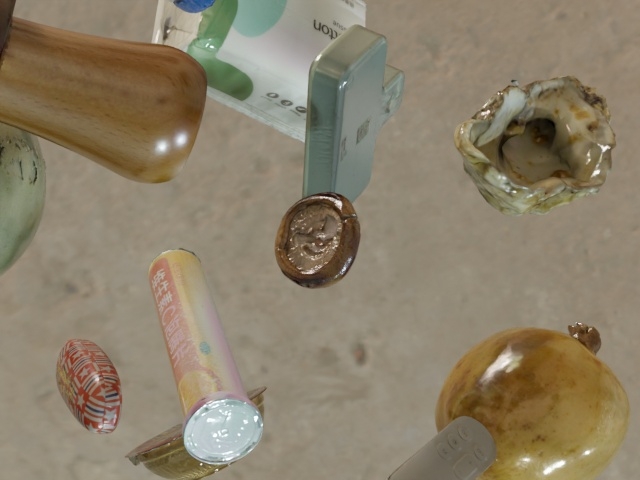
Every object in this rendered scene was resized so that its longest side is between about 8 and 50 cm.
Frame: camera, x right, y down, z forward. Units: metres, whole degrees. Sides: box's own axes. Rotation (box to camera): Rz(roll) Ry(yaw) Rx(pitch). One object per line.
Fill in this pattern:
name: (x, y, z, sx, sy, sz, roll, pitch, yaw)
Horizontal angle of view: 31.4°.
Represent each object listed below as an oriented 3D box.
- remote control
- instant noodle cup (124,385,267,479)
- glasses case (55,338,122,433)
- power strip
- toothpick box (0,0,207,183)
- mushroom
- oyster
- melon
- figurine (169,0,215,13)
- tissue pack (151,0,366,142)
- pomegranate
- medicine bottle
remote control: (0.153, 0.292, 1.444, 0.077, 0.022, 0.245, 49, 35, 11)
instant noodle cup: (-0.194, 0.347, 1.948, 0.274, 0.274, 0.091, -25, 89, -26)
glasses case: (-0.273, 0.162, 1.315, 0.049, 0.194, 0.073, 4, 99, -24)
power strip: (0.047, -0.171, 1.542, 0.059, 0.265, 0.193, 25, 47, 21)
toothpick box: (-0.278, -0.165, 1.201, 0.294, 0.192, 0.192, 16, 76, -21)
mushroom: (0.000, 0.000, 1.399, 0.052, 0.123, 0.123, 32, 65, -57)
oyster: (0.230, -0.107, 1.244, 0.166, 0.110, 0.341, 43, 31, -5)
melon: (-0.518, -0.077, 1.592, 0.268, 0.268, 0.330, 6, 59, -25)
figurine: (-0.171, -0.331, 1.401, 0.079, 0.136, 0.077, 45, 99, 17)
tissue pack: (-0.104, -0.364, 2.002, 0.356, 0.194, 0.266, 22, 61, -34)
pomegranate: (0.316, 0.267, 1.734, 0.307, 0.307, 0.307, 4, 81, -25)
medicine bottle: (-0.184, 0.155, 1.678, 0.108, 0.426, 0.108, -7, 119, -13)
